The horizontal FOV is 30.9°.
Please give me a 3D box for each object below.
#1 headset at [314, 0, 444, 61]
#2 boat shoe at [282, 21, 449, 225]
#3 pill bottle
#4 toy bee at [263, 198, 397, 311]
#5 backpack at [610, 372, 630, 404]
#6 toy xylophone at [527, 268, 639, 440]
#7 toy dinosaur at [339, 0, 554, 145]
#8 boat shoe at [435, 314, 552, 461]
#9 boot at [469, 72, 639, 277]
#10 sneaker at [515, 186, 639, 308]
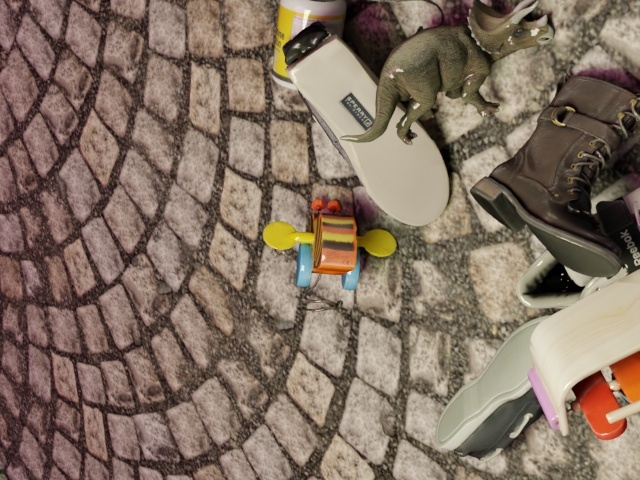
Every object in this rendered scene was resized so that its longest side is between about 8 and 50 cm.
[{"bbox_3d":[0.025,-0.414,1.636,0.394,0.243,0.185,50,161,-1],"label":"headset"},{"bbox_3d":[0.067,-0.182,1.709,0.340,0.127,0.158,54,-173,-22],"label":"boat shoe"},{"bbox_3d":[-0.015,-0.328,1.774,0.103,0.103,0.184,29,122,38],"label":"pill bottle"},{"bbox_3d":[0.000,0.000,1.825,0.298,0.195,0.162,-26,59,58],"label":"toy bee"},{"bbox_3d":[0.448,0.181,1.400,0.173,0.158,0.117,29,88,39],"label":"backpack"},{"bbox_3d":[0.386,0.118,1.322,0.323,0.236,0.081,-24,123,15],"label":"toy xylophone"},{"bbox_3d":[0.152,-0.230,1.556,0.121,0.314,0.160,-119,12,-53],"label":"toy dinosaur"},{"bbox_3d":[0.279,0.215,1.649,0.302,0.091,0.114,-49,22,44],"label":"boat shoe"},{"bbox_3d":[0.324,-0.095,1.409,0.229,0.091,0.263,-47,44,-4],"label":"boot"},{"bbox_3d":[0.378,0.009,1.436,0.330,0.146,0.122,-42,70,44],"label":"sneaker"}]
